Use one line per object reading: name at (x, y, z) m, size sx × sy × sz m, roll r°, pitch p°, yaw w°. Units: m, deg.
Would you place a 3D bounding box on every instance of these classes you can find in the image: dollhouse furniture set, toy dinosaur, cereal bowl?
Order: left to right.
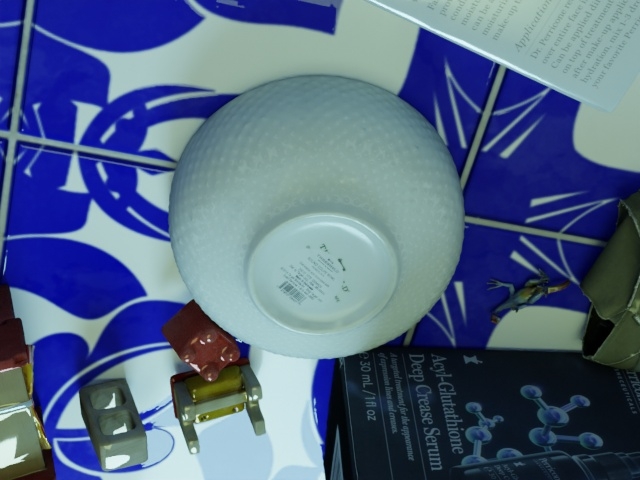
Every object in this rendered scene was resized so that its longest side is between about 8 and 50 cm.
dollhouse furniture set at (-0.266, 0.154, 1.443) m, size 0.374 × 0.152 × 0.201 m, roll -13°, pitch 123°, yaw -16°
cereal bowl at (0.000, 0.000, 1.346) m, size 0.338 × 0.141 × 0.339 m, roll -2°, pitch 122°, yaw -4°
toy dinosaur at (0.243, 0.074, 1.470) m, size 0.090 × 0.047 × 0.082 m, roll 16°, pitch 139°, yaw -26°

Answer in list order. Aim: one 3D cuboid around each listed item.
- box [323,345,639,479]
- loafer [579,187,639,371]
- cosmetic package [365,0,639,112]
box at (0.213, 0.298, 1.457) m, size 0.395 × 0.294 × 0.212 m, roll 3°, pitch 122°, yaw -6°
loafer at (0.353, 0.056, 1.432) m, size 0.087 × 0.094 × 0.251 m, roll -6°, pitch 123°, yaw -6°
cosmetic package at (0.126, -0.324, 1.136) m, size 0.453 × 0.161 × 0.230 m, roll 22°, pitch 118°, yaw -17°
